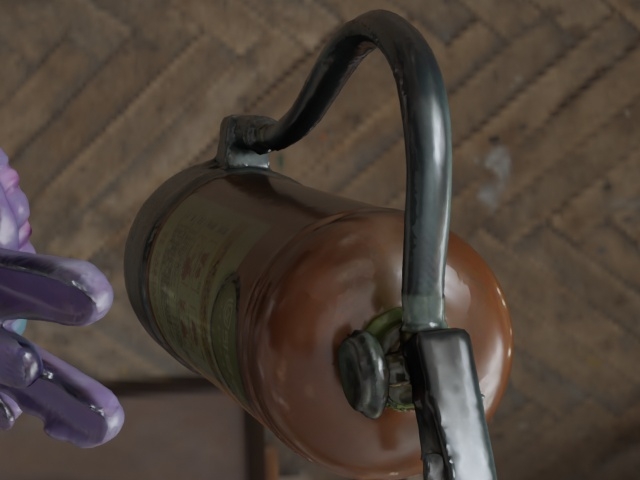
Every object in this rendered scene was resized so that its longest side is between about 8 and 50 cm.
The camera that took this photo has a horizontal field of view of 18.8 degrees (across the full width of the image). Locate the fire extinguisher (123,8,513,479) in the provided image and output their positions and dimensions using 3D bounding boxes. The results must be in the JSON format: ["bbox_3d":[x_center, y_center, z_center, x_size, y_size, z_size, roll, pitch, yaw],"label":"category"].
[{"bbox_3d":[-0.009,0.006,0.869,0.113,0.376,0.200,-23,104,-13],"label":"fire extinguisher"}]

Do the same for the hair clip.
[{"bbox_3d":[-0.186,-0.002,0.709,0.278,0.090,0.137,10,117,20],"label":"hair clip"}]
